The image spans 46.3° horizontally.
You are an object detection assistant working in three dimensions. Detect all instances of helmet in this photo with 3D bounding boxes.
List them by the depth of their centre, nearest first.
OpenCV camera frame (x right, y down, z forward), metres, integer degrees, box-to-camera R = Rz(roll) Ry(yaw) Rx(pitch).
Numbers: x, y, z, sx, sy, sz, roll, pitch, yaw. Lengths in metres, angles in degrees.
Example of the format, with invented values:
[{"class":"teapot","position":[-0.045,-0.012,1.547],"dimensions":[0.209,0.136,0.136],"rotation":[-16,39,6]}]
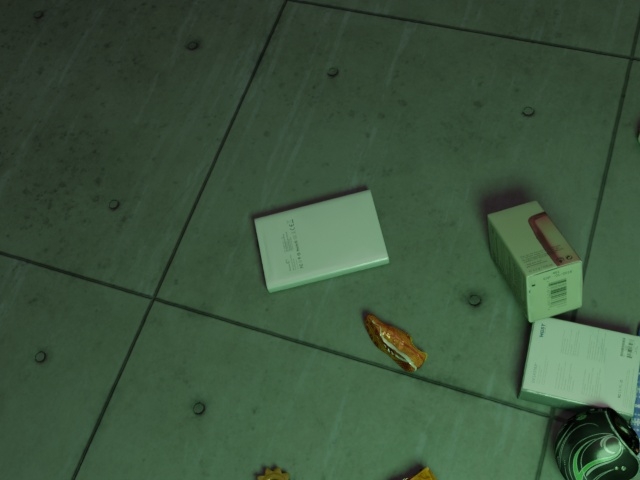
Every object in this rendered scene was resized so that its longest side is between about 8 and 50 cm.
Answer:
[{"class":"helmet","position":[0.561,0.437,1.531],"dimensions":[0.161,0.169,0.169],"rotation":[-42,62,23]}]

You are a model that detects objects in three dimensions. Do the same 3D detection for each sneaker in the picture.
[{"class":"sneaker","position":[0.173,0.234,1.751],"dimensions":[0.067,0.064,0.175],"rotation":[-36,69,-30]}]

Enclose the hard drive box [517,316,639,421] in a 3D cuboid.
[{"class":"hard drive box","position":[0.567,0.280,1.642],"dimensions":[0.232,0.089,0.181],"rotation":[12,68,14]}]

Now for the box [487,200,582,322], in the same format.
[{"class":"box","position":[0.481,0.044,1.688],"dimensions":[0.127,0.149,0.232],"rotation":[-17,40,0]}]

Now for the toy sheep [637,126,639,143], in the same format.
[{"class":"toy sheep","position":[0.838,-0.247,1.846],"dimensions":[0.091,0.091,0.132],"rotation":[-33,46,-7]}]

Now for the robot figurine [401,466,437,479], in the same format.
[{"class":"robot figurine","position":[0.153,0.619,1.554],"dimensions":[0.291,0.085,0.211],"rotation":[-35,65,-8]}]

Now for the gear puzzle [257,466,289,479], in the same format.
[{"class":"gear puzzle","position":[-0.150,0.654,1.611],"dimensions":[0.175,0.044,0.339],"rotation":[15,68,11]}]

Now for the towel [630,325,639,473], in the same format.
[{"class":"towel","position":[0.797,0.349,1.602],"dimensions":[0.243,0.040,0.336],"rotation":[9,67,14]}]

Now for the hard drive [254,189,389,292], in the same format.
[{"class":"hard drive","position":[0.000,0.000,1.888],"dimensions":[0.307,0.040,0.203],"rotation":[-14,64,2]}]
